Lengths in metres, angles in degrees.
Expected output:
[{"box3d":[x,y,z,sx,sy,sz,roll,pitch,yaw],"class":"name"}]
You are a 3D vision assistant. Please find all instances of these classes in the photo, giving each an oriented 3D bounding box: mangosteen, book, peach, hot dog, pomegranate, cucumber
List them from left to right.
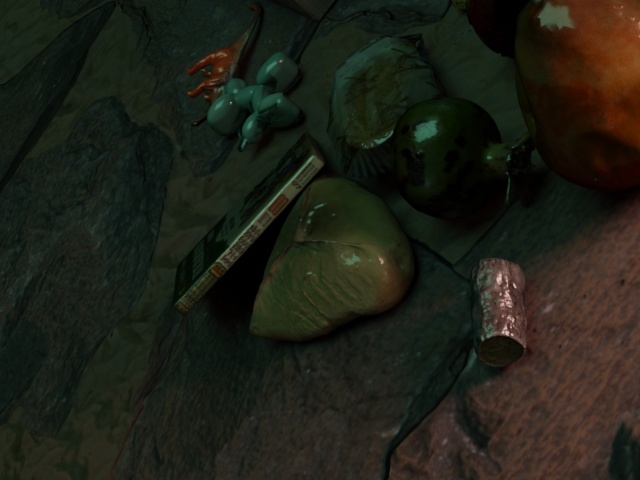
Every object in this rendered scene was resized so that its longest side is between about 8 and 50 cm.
[{"box3d":[-0.096,-0.027,1.747,0.264,0.027,0.202,-47,13,7],"class":"book"},{"box3d":[0.083,-0.170,1.699,0.163,0.082,0.270,-30,34,14],"class":"hot dog"},{"box3d":[0.163,-0.091,1.514,0.169,0.148,0.148,16,68,15],"class":"pomegranate"},{"box3d":[0.185,0.076,1.398,0.064,0.064,0.112,-22,49,35],"class":"cucumber"},{"box3d":[0.248,-0.292,1.573,0.166,0.166,0.180,-49,11,3],"class":"mangosteen"},{"box3d":[0.288,-0.174,1.356,0.214,0.235,0.214,-27,35,21],"class":"peach"}]

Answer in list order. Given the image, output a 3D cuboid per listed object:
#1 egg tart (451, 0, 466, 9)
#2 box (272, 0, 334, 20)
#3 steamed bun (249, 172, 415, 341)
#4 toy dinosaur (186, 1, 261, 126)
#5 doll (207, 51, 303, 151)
[{"box3d":[0.216,-0.354,1.732,0.130,0.052,0.130,-25,44,27],"class":"egg tart"},{"box3d":[-0.120,-0.466,2.049,0.095,0.210,0.330,-54,36,-2],"class":"box"},{"box3d":[0.015,0.011,1.597,0.212,0.110,0.231,2,64,48],"class":"steamed bun"},{"box3d":[-0.152,-0.270,2.058,0.101,0.055,0.279,-14,49,28],"class":"toy dinosaur"},{"box3d":[-0.098,-0.200,1.932,0.158,0.059,0.159,-34,41,22],"class":"doll"}]
